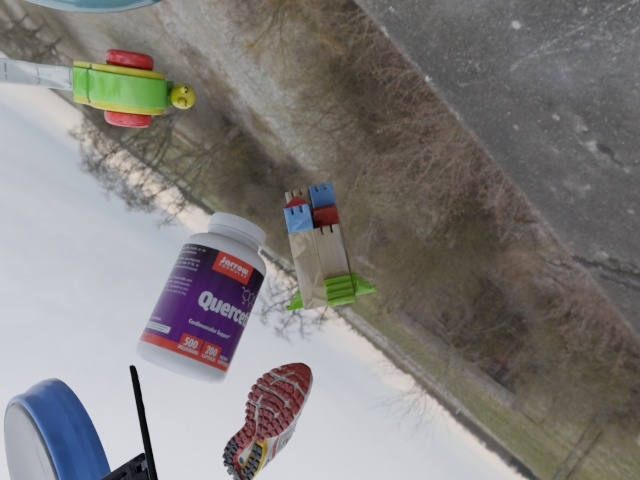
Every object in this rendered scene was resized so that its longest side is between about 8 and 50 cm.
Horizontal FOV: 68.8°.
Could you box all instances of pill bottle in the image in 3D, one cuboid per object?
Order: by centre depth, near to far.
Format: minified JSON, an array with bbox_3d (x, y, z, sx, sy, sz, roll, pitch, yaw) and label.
[{"bbox_3d":[-0.223,0.112,0.945,0.181,0.323,0.181,17,161,6],"label":"pill bottle"}]

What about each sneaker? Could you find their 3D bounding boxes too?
[{"bbox_3d":[-0.079,0.288,0.769,0.088,0.225,0.092,39,-162,23],"label":"sneaker"}]

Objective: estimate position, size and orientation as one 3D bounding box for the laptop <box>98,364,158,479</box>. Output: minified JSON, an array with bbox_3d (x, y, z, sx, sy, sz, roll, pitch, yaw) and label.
[{"bbox_3d":[-0.162,0.264,0.309,0.136,0.264,0.234,49,-170,-54],"label":"laptop"}]

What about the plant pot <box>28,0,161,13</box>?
[{"bbox_3d":[-0.280,-0.417,0.595,0.195,0.290,0.290,27,178,-4],"label":"plant pot"}]

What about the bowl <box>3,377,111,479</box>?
[{"bbox_3d":[-0.502,0.465,0.886,0.391,0.391,0.077,34,-150,33],"label":"bowl"}]

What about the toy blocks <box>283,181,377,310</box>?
[{"bbox_3d":[0.000,0.000,0.997,0.381,0.190,0.261,36,-138,-85],"label":"toy blocks"}]

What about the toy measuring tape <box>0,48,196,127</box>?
[{"bbox_3d":[-0.350,-0.232,0.690,0.329,0.122,0.121,1,-167,-24],"label":"toy measuring tape"}]
